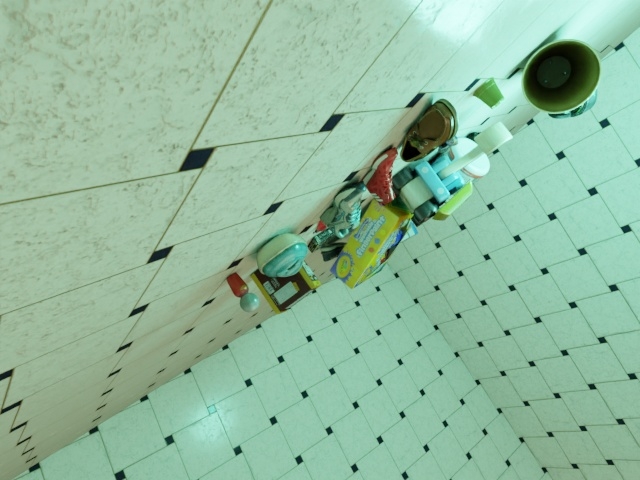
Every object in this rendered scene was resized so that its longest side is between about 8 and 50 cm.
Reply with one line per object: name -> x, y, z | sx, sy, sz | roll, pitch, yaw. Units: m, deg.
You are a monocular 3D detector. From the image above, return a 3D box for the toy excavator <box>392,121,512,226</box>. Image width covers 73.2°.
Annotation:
toy excavator -> 0.532, -0.287, 1.792 | 0.445, 0.222, 0.433 | -35, 171, 4

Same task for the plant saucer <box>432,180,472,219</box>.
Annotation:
plant saucer -> 0.567, -0.155, 1.829 | 0.188, 0.045, 0.188 | -43, 169, 1

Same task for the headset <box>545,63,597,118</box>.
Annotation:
headset -> 1.034, -0.655, 1.841 | 0.185, 0.243, 0.394 | -32, -169, 0

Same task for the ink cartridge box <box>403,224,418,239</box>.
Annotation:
ink cartridge box -> 0.394, -0.028, 2.636 | 0.286, 0.166, 0.395 | -29, 175, 26

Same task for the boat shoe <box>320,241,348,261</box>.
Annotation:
boat shoe -> 0.087, 0.056, 2.248 | 0.095, 0.078, 0.255 | -3, -173, 29

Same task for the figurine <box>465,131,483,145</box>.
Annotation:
figurine -> 0.714, -0.452, 2.128 | 0.215, 0.092, 0.210 | -41, 161, 31

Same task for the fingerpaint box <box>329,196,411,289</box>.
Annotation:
fingerpaint box -> 0.289, -0.007, 2.165 | 0.371, 0.163, 0.444 | -20, 144, -58

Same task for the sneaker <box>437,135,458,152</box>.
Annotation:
sneaker -> 0.510, -0.396, 1.779 | 0.058, 0.052, 0.135 | -13, 171, -12

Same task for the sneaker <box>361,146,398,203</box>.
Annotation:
sneaker -> 0.228, -0.207, 1.437 | 0.087, 0.128, 0.221 | -32, 170, -23

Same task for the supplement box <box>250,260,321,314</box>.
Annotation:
supplement box -> -0.136, 0.159, 1.730 | 0.194, 0.191, 0.129 | -37, 170, 7

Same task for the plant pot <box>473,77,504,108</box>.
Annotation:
plant pot -> 0.571, -0.487, 1.444 | 0.083, 0.079, 0.083 | -35, 169, -8

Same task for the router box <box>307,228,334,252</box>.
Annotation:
router box -> 0.000, 0.000, 1.900 | 0.092, 0.038, 0.122 | -32, 169, -25

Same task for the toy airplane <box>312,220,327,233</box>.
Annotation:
toy airplane -> 0.033, -0.068, 1.718 | 0.151, 0.028, 0.151 | -34, 169, -8

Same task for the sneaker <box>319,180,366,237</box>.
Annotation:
sneaker -> 0.107, -0.104, 1.524 | 0.110, 0.122, 0.283 | -30, 169, -30

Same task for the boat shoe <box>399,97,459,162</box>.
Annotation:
boat shoe -> 0.324, -0.314, 1.316 | 0.105, 0.110, 0.307 | -36, 170, -8

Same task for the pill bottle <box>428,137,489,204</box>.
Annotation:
pill bottle -> 0.597, -0.297, 2.046 | 0.210, 0.210, 0.363 | -28, 168, -41

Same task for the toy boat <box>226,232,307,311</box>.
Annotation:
toy boat -> -0.170, 0.108, 1.504 | 0.318, 0.148, 0.267 | -37, 170, 3

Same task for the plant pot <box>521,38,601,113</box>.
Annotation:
plant pot -> 0.851, -0.596, 1.553 | 0.237, 0.237, 0.254 | -42, -178, 32
